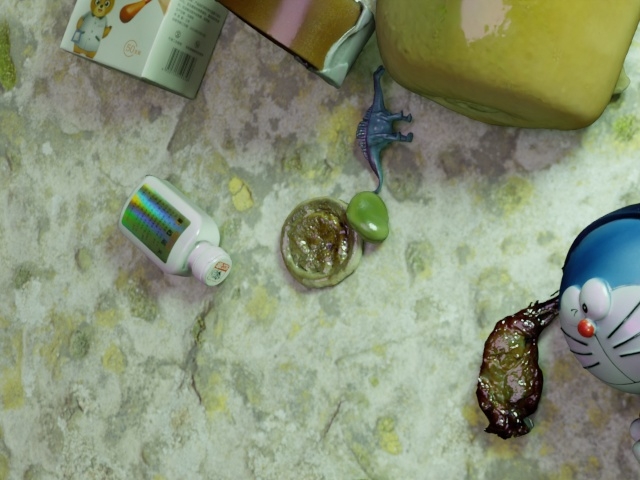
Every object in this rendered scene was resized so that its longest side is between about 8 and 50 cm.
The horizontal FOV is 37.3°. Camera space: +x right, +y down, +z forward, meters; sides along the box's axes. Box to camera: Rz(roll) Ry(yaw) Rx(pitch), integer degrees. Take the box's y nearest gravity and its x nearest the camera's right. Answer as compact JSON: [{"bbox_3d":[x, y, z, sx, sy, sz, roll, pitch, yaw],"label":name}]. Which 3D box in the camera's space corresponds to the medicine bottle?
[{"bbox_3d":[-0.238,-0.008,1.578,0.219,0.078,0.115,38,100,29],"label":"medicine bottle"}]

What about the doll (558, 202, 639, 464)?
[{"bbox_3d":[0.407,0.104,1.094,0.310,0.240,0.284,56,148,10],"label":"doll"}]

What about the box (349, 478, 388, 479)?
[{"bbox_3d":[0.030,0.466,1.293,0.097,0.168,0.265,-13,77,32],"label":"box"}]

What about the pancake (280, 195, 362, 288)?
[{"bbox_3d":[0.001,0.000,1.467,0.152,0.025,0.151,-6,79,31],"label":"pancake"}]

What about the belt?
[{"bbox_3d":[-0.042,-0.346,1.417,0.122,0.217,0.338,-57,31,11],"label":"belt"}]

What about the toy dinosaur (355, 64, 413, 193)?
[{"bbox_3d":[0.094,-0.163,1.427,0.080,0.045,0.197,8,98,33],"label":"toy dinosaur"}]

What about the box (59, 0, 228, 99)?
[{"bbox_3d":[-0.276,-0.444,1.639,0.225,0.143,0.341,24,93,31],"label":"box"}]

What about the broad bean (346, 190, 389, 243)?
[{"bbox_3d":[0.072,-0.034,1.416,0.063,0.045,0.083,-15,72,-11],"label":"broad bean"}]

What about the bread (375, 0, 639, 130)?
[{"bbox_3d":[0.247,-0.356,1.250,0.348,0.253,0.376,22,92,35],"label":"bread"}]

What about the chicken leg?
[{"bbox_3d":[0.276,0.143,1.267,0.106,0.051,0.253,27,95,25],"label":"chicken leg"}]
